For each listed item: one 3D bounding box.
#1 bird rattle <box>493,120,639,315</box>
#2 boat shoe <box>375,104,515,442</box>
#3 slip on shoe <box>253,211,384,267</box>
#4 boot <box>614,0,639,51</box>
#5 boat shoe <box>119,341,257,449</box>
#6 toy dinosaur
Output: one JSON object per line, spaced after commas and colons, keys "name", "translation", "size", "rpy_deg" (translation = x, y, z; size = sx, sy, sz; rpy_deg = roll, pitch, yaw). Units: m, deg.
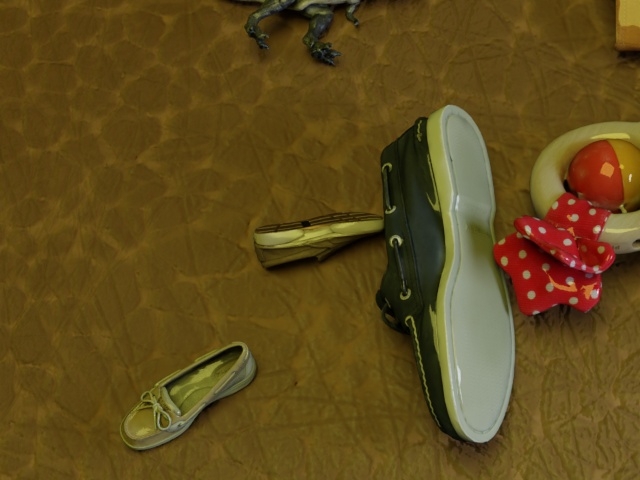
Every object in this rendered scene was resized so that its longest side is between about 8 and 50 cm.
{"name": "bird rattle", "translation": [0.288, -0.032, 1.558], "size": [0.253, 0.143, 0.207], "rpy_deg": [-19, 44, 4]}
{"name": "boat shoe", "translation": [0.107, 0.038, 1.545], "size": [0.113, 0.127, 0.340], "rpy_deg": [-18, 69, 33]}
{"name": "slip on shoe", "translation": [0.000, 0.000, 1.616], "size": [0.135, 0.051, 0.041], "rpy_deg": [-9, 104, -4]}
{"name": "boot", "translation": [0.407, -0.330, 1.665], "size": [0.211, 0.104, 0.295], "rpy_deg": [5, 71, 11]}
{"name": "boat shoe", "translation": [-0.134, 0.151, 1.563], "size": [0.153, 0.048, 0.056], "rpy_deg": [-29, 65, -5]}
{"name": "toy dinosaur", "translation": [-0.026, -0.258, 1.726], "size": [0.268, 0.064, 0.118], "rpy_deg": [2, 61, 11]}
